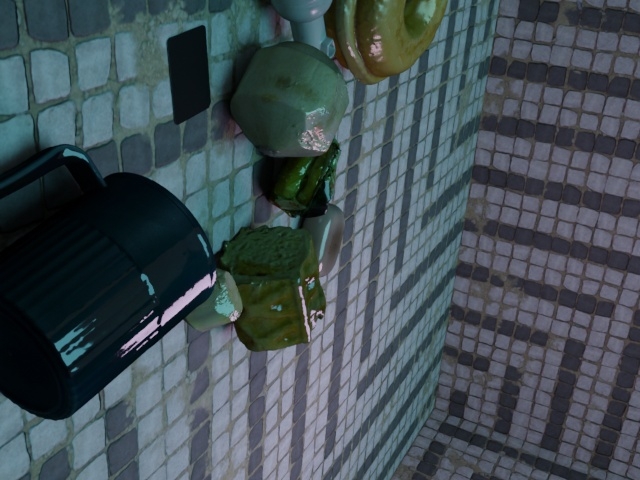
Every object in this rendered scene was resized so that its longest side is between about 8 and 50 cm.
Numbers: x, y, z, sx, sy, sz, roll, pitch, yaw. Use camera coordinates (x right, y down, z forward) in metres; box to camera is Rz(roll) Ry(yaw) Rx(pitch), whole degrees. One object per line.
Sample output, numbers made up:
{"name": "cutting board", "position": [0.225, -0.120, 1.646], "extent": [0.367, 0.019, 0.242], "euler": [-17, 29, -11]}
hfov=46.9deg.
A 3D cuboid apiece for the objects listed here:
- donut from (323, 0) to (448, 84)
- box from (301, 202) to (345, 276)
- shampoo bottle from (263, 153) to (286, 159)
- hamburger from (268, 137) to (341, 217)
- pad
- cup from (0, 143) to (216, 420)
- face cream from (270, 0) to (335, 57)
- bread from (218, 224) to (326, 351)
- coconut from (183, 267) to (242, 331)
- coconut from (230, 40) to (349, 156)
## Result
{"name": "donut", "position": [0.155, -0.578, 1.727], "extent": [0.449, 0.198, 0.449], "euler": [-46, 149, -39]}
{"name": "box", "position": [0.000, 0.000, 1.921], "extent": [0.146, 0.088, 0.200], "euler": [3, 103, -65]}
{"name": "shampoo bottle", "position": [-0.077, -0.284, 1.613], "extent": [0.072, 0.049, 0.212], "euler": [-4, 109, -67]}
{"name": "hamburger", "position": [-0.025, -0.162, 1.650], "extent": [0.235, 0.125, 0.214], "euler": [162, -55, -76]}
{"name": "pad", "position": [-0.232, -0.295, 1.315], "extent": [0.112, 0.003, 0.157], "euler": [-44, 142, -49]}
{"name": "cup", "position": [-0.330, 0.052, 1.021], "extent": [0.292, 0.242, 0.308], "euler": [-46, 147, -44]}
{"name": "face cream", "position": [-0.045, -0.515, 1.418], "extent": [0.145, 0.145, 0.370], "euler": [-58, 152, -34]}
{"name": "bread", "position": [-0.102, 0.104, 1.642], "extent": [0.196, 0.238, 0.252], "euler": [-110, -164, -49]}
{"name": "coconut", "position": [-0.227, 0.120, 1.459], "extent": [0.116, 0.122, 0.116], "euler": [-21, 90, -81]}
{"name": "coconut", "position": [-0.060, -0.264, 1.466], "extent": [0.241, 0.241, 0.241], "euler": [-46, 144, -48]}
